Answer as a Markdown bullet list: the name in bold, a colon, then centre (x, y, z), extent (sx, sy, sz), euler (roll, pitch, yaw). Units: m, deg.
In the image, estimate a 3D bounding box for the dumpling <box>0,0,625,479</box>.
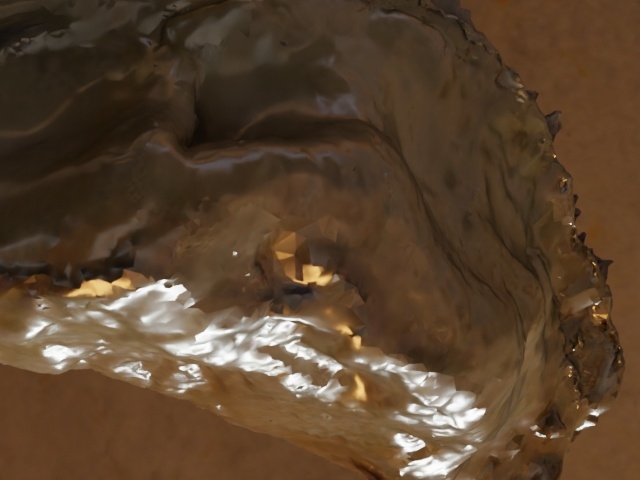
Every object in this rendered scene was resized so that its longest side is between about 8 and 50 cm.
- **dumpling**: centre (0.000, 0.005, 0.438), extent (0.166, 0.332, 0.086), euler (-56, -141, 21)
